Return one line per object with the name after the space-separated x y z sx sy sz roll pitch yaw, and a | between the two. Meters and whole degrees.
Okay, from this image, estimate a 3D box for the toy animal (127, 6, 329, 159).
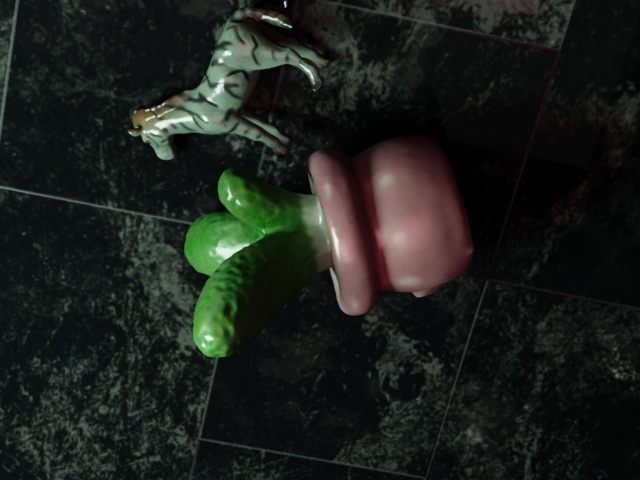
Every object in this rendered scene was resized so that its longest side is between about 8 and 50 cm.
-0.101 -0.166 1.779 0.170 0.090 0.255 42 106 -16 | toy animal

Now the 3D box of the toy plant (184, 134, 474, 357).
0.006 0.002 1.760 0.356 0.317 0.210 -10 115 -6 | toy plant

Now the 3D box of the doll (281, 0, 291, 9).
-0.058 -0.394 1.670 0.127 0.088 0.249 -6 109 25 | doll
